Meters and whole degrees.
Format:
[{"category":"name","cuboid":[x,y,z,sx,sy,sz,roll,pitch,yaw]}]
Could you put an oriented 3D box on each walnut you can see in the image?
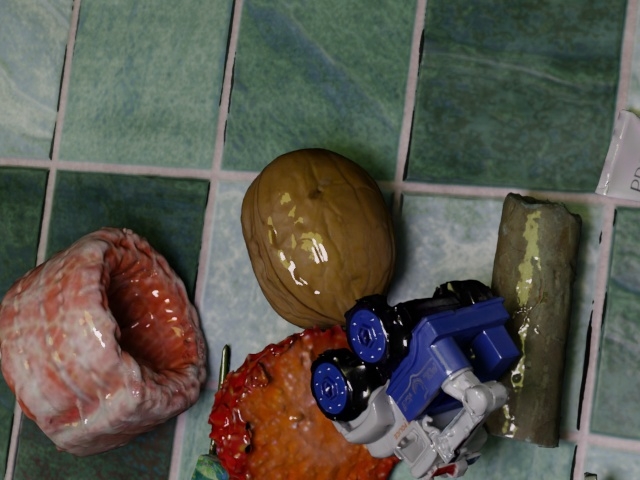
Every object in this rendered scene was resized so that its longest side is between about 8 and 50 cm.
[{"category":"walnut","cuboid":[0.000,0.000,1.736,0.167,0.167,0.207,-27,72,24]}]

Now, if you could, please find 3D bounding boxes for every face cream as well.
[{"category":"face cream","cuboid":[0.392,-0.057,1.583,0.244,0.058,0.092,22,98,36]}]

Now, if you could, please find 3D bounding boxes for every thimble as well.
[{"category":"thimble","cuboid":[-0.251,0.120,1.824,0.162,0.239,0.239,-26,71,23]}]

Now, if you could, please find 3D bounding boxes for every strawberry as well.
[{"category":"strawberry","cuboid":[-0.026,0.197,1.734,0.178,0.234,0.233,11,88,60]}]

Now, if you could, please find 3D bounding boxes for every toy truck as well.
[{"category":"toy truck","cuboid":[0.110,0.147,1.593,0.177,0.161,0.213,58,139,25]}]

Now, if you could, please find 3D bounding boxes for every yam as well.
[{"category":"yam","cuboid":[0.216,0.080,1.639,0.093,0.093,0.259,5,85,30]}]

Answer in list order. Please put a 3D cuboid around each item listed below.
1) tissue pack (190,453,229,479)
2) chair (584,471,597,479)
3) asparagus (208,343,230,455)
[{"category":"tissue pack","cuboid":[-0.101,0.299,1.791,0.111,0.079,0.085,19,91,31]},{"category":"chair","cuboid":[0.192,0.394,1.550,0.203,0.190,0.274,-15,94,26]},{"category":"asparagus","cuboid":[-0.121,0.204,1.856,0.016,0.013,0.166,8,87,-11]}]
